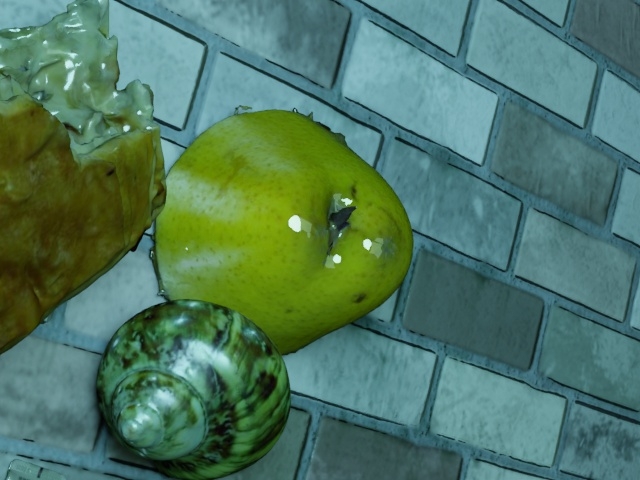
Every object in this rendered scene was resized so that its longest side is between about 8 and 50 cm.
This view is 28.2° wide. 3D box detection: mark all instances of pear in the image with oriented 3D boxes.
[{"bbox_3d":[-0.002,0.001,1.163,0.267,0.178,0.266,-8,102,-40],"label":"pear"}]

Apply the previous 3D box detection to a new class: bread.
[{"bbox_3d":[-0.278,-0.060,0.891,0.370,0.192,0.314,-47,146,-38],"label":"bread"}]

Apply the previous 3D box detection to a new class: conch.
[{"bbox_3d":[-0.109,0.143,1.111,0.182,0.124,0.187,-11,112,-33],"label":"conch"}]

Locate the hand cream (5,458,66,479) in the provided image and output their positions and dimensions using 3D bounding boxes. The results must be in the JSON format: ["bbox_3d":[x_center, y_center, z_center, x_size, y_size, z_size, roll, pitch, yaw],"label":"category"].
[{"bbox_3d":[-0.257,0.267,1.056,0.057,0.037,0.165,29,67,-37],"label":"hand cream"}]
